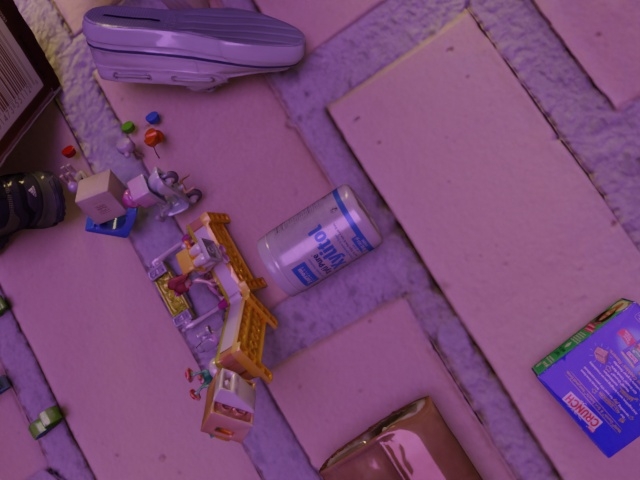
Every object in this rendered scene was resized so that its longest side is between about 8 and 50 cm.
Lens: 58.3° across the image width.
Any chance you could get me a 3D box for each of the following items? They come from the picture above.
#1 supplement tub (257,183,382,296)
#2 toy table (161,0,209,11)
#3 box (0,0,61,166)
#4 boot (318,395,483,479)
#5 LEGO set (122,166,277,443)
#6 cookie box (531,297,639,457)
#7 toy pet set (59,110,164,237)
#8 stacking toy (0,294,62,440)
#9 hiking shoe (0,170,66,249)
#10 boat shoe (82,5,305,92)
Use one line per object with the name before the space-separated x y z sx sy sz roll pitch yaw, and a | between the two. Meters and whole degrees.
supplement tub | 0.000 0.000 0.563 0.107 0.071 0.071 -33 80 9
toy table | -0.191 -0.343 0.554 0.274 0.252 0.160 -14 68 33
box | -0.505 -0.135 0.611 0.382 0.143 0.191 -7 43 12
boot | 0.163 0.258 0.504 0.236 0.089 0.269 -37 79 9
LEGO set | -0.122 0.072 0.557 0.107 0.132 0.287 -33 59 15
cookie box | 0.262 0.120 0.511 0.107 0.040 0.092 -41 80 8
toy pet set | -0.221 -0.066 0.636 0.122 0.065 0.114 -19 48 9
stacking toy | -0.418 0.193 0.660 0.221 0.052 0.167 -36 80 8
hiking shoe | -0.394 -0.024 0.624 0.227 0.114 0.086 -22 82 24
boat shoe | -0.129 -0.197 0.605 0.226 0.075 0.083 8 45 2
